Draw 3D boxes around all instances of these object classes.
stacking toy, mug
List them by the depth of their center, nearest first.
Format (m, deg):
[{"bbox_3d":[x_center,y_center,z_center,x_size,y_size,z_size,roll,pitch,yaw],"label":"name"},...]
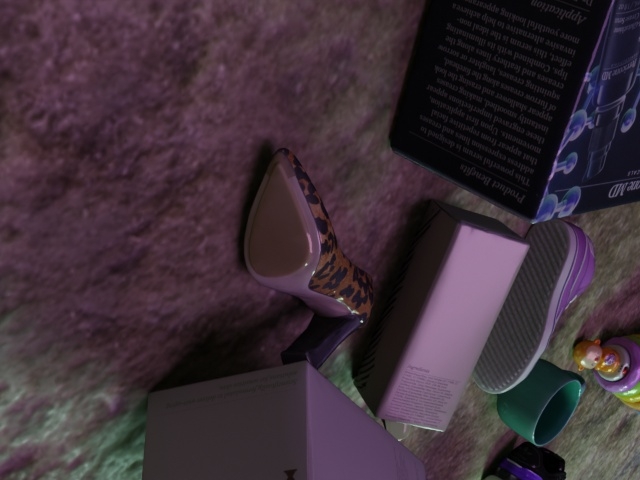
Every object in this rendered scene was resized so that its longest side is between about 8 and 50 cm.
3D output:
[{"bbox_3d":[0.362,0.264,1.595,0.158,0.097,0.129,22,99,-53],"label":"mug"},{"bbox_3d":[0.579,0.236,1.801,0.302,0.166,0.175,19,105,-37],"label":"stacking toy"}]

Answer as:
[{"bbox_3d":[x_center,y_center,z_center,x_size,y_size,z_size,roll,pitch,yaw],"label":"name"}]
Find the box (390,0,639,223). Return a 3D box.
[{"bbox_3d":[0.290,-0.249,1.051,0.293,0.212,0.395,-11,125,-44],"label":"box"}]

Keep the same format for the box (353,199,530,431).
[{"bbox_3d":[0.149,0.097,1.212,0.113,0.094,0.275,17,105,-23],"label":"box"}]

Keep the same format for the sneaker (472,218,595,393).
[{"bbox_3d":[0.342,0.110,1.462,0.161,0.102,0.282,14,105,-55],"label":"sneaker"}]

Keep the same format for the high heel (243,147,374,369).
[{"bbox_3d":[0.000,0.000,1.044,0.186,0.093,0.261,-44,134,-53],"label":"high heel"}]

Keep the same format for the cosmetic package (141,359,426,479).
[{"bbox_3d":[-0.022,0.283,1.068,0.365,0.197,0.155,52,31,-52],"label":"cosmetic package"}]

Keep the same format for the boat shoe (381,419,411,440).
[{"bbox_3d":[0.102,0.209,1.317,0.049,0.042,0.133,-5,112,-7],"label":"boat shoe"}]

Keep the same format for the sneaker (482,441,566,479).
[{"bbox_3d":[0.416,0.472,1.785,0.146,0.102,0.293,-51,135,-15],"label":"sneaker"}]
